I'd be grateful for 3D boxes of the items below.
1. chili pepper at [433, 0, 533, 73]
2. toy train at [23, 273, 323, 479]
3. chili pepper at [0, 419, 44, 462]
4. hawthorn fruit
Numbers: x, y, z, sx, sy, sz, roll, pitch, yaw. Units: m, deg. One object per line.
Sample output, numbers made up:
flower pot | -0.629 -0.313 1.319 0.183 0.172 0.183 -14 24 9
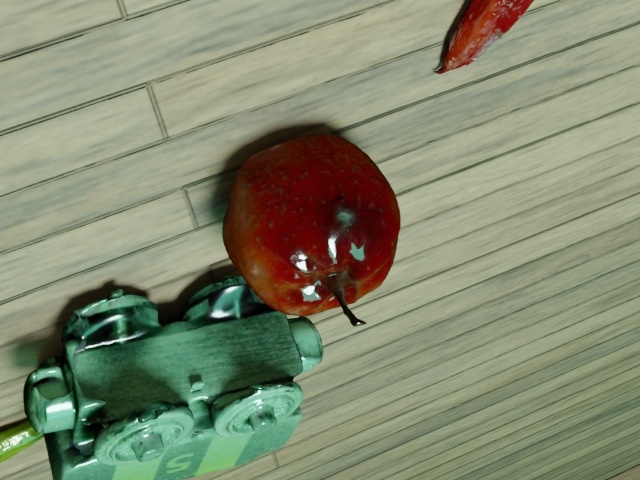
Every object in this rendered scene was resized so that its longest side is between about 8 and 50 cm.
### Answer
chili pepper | 0.167 -0.230 0.649 0.059 0.050 0.268 -16 148 -43
toy train | -0.149 0.160 0.840 0.299 0.167 0.238 -7 146 -26
chili pepper | -0.366 0.237 0.892 0.208 0.043 0.049 -30 132 2
hawthorn fruit | 0.000 0.000 0.706 0.157 0.194 0.157 -12 133 -13
